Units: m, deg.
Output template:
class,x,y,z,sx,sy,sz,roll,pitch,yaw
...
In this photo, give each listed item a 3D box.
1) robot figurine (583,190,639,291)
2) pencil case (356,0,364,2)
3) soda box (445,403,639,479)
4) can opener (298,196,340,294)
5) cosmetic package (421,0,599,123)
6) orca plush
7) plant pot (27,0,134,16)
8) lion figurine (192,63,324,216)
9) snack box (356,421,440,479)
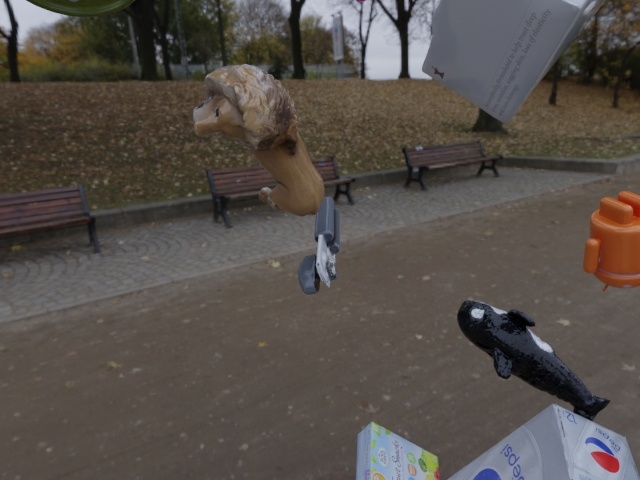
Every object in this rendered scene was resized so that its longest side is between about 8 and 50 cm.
class,x,y,z,sx,sy,sz,roll,pitch,yaw
robot figurine,0.645,0.008,0.959,0.128,0.219,0.158,9,35,40
pencil case,0.068,-0.764,1.250,0.095,0.209,0.098,-35,-13,-16
soda box,0.239,0.323,0.556,0.098,0.286,0.091,25,38,-4
can opener,0.000,0.000,1.031,0.093,0.074,0.280,-12,36,16
cosmetic package,0.312,-0.369,0.574,0.156,0.385,0.217,37,-10,13
orca plush,0.353,0.232,0.822,0.102,0.287,0.151,-32,-16,-30
plant pot,-0.268,-0.393,0.455,0.275,0.293,0.275,-14,-12,-3
lion figurine,-0.072,-0.142,0.757,0.240,0.142,0.392,37,-5,41
snack box,0.186,0.557,1.066,0.207,0.070,0.174,30,27,-10
